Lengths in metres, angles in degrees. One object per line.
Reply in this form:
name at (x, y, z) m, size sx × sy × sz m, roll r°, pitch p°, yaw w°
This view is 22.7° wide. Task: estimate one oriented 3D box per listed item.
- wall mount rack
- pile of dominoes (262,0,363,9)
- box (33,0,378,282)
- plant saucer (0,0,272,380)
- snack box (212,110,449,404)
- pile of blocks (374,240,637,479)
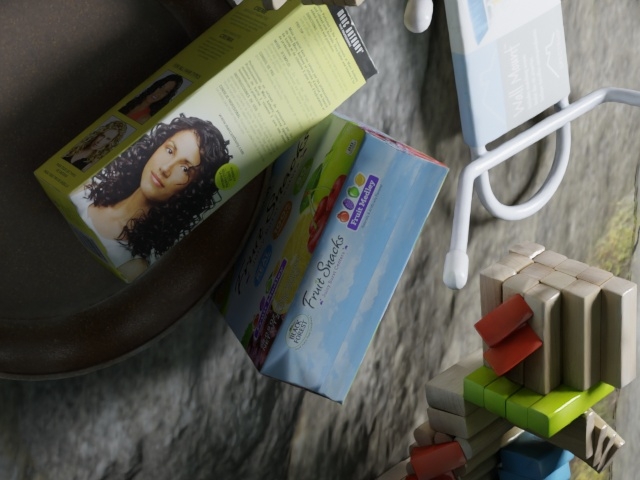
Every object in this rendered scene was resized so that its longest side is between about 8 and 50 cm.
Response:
wall mount rack at (0.147, -0.137, 1.204) m, size 0.304 × 0.130 × 0.350 m, roll -32°, pitch 125°, yaw -32°
pile of dominoes at (0.003, -0.274, 0.978) m, size 0.196 × 0.040 × 0.251 m, roll -54°, pitch 142°, yaw -55°
box at (-0.073, -0.081, 1.072) m, size 0.232 × 0.058 × 0.087 m, roll -43°, pitch 128°, yaw -14°
plant saucer at (-0.172, -0.056, 1.080) m, size 0.310 × 0.050 × 0.311 m, roll -14°, pitch 116°, yaw -30°
snack box at (0.000, 0.000, 1.122) m, size 0.070 × 0.207 × 0.175 m, roll 23°, pitch 95°, yaw -14°
pile of blocks at (0.136, 0.163, 1.262) m, size 0.112 × 0.149 × 0.362 m, roll -29°, pitch 151°, yaw -37°
